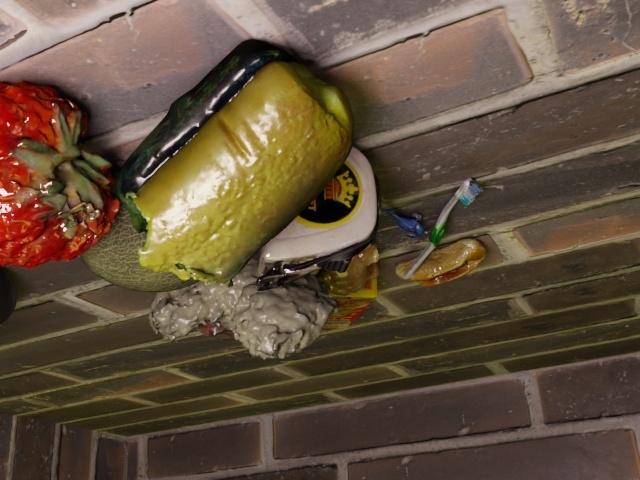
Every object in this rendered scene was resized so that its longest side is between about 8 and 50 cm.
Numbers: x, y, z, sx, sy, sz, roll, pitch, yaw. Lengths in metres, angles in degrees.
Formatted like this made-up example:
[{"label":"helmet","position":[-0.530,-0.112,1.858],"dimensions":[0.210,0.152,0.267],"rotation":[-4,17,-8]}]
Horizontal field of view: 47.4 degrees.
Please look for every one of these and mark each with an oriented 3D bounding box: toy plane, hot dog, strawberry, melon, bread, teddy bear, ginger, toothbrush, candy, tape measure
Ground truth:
[{"label":"toy plane","position":[0.179,-0.041,1.597],"dimensions":[0.062,0.054,0.167],"rotation":[10,169,39]},{"label":"hot dog","position":[0.297,0.065,1.813],"dimensions":[0.243,0.073,0.084],"rotation":[-22,145,33]},{"label":"strawberry","position":[-0.508,-0.077,1.129],"dimensions":[0.352,0.267,0.312],"rotation":[-8,135,10]},{"label":"melon","position":[-0.304,-0.023,1.328],"dimensions":[0.302,0.237,0.237],"rotation":[-9,155,19]},{"label":"bread","position":[-0.119,-0.104,1.075],"dimensions":[0.376,0.208,0.251],"rotation":[-46,137,5]},{"label":"teddy bear","position":[-0.140,0.138,1.442],"dimensions":[0.358,0.367,0.224],"rotation":[-13,125,-23]},{"label":"ginger","position":[0.069,0.066,1.747],"dimensions":[0.157,0.102,0.216],"rotation":[-34,147,-2]},{"label":"toothbrush","position":[0.259,-0.015,1.638],"dimensions":[0.042,0.040,0.418],"rotation":[-34,165,-29]},{"label":"candy","position":[0.042,0.156,1.958],"dimensions":[0.146,0.088,0.276],"rotation":[3,156,-18]},{"label":"tape measure","position":[-0.001,-0.037,1.301],"dimensions":[0.232,0.270,0.133],"rotation":[2,155,-9]}]

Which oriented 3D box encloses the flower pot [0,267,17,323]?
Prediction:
[{"label":"flower pot","position":[-0.798,0.128,1.661],"dimensions":[0.235,0.235,0.148],"rotation":[-13,174,20]}]
